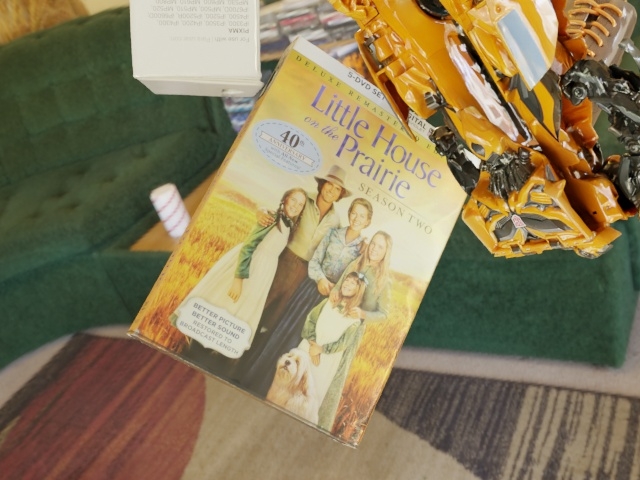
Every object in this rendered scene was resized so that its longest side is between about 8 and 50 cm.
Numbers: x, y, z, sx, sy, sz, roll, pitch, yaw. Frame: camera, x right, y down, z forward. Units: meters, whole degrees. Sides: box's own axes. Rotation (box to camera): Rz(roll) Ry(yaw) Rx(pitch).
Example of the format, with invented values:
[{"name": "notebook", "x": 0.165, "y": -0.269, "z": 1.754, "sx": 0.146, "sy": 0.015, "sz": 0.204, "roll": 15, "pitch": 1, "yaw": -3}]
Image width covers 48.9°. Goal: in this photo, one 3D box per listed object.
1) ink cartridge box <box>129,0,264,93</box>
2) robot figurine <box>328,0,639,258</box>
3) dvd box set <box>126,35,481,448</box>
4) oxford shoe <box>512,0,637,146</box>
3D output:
[{"name": "ink cartridge box", "x": -0.165, "y": -0.393, "z": 0.939, "sx": 0.160, "sy": 0.385, "sz": 0.279, "roll": -2, "pitch": 8, "yaw": -7}, {"name": "robot figurine", "x": 0.122, "y": -0.103, "z": 0.508, "sx": 0.085, "sy": 0.291, "sz": 0.211, "roll": -36, "pitch": 8, "yaw": -23}, {"name": "dvd box set", "x": 0.000, "y": 0.000, "z": 0.881, "sx": 0.420, "sy": 0.307, "sz": 0.062, "roll": -63, "pitch": 16, "yaw": -17}, {"name": "oxford shoe", "x": 0.252, "y": -0.193, "z": 0.739, "sx": 0.130, "sy": 0.133, "sz": 0.364, "roll": 26, "pitch": 36, "yaw": 12}]
